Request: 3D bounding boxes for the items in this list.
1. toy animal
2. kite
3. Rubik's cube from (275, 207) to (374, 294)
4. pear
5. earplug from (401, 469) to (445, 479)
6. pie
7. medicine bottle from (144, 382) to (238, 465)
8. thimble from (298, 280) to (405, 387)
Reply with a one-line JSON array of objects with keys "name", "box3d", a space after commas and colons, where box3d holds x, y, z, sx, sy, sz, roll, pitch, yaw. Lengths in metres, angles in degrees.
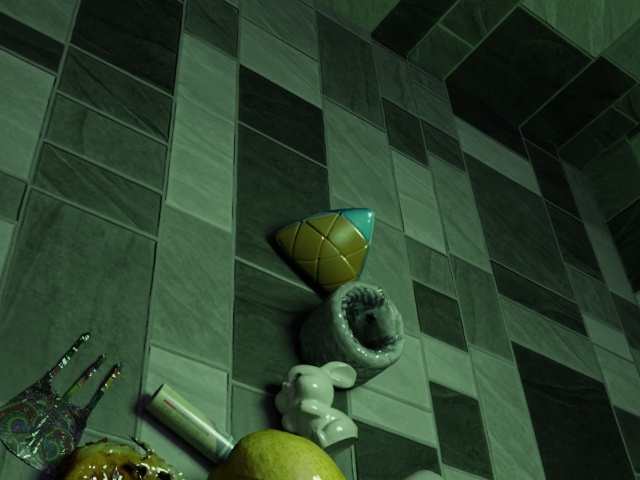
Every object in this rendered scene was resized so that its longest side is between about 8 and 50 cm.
[{"name": "toy animal", "box3d": [0.003, 0.352, 1.745, 0.178, 0.127, 0.193, 12, 45, -42]}, {"name": "kite", "box3d": [-0.440, 0.269, 1.459, 0.152, 0.015, 0.285, 41, 35, -9]}, {"name": "Rubik's cube", "box3d": [0.000, 0.000, 2.112, 0.254, 0.254, 0.254, 28, 38, -25]}, {"name": "pear", "box3d": [-0.072, 0.461, 1.446, 0.271, 0.271, 0.271, 28, 38, -25]}, {"name": "earplug", "box3d": [0.110, 0.559, 1.639, 0.301, 0.172, 0.172, 0, 55, -38]}, {"name": "pie", "box3d": [-0.308, 0.453, 1.352, 0.308, 0.085, 0.308, 29, 37, -25]}, {"name": "medicine bottle", "box3d": [-0.219, 0.358, 1.564, 0.231, 0.059, 0.059, 40, 35, -8]}, {"name": "thimble", "box3d": [0.072, 0.215, 1.933, 0.217, 0.157, 0.245, 45, 35, -7]}]
